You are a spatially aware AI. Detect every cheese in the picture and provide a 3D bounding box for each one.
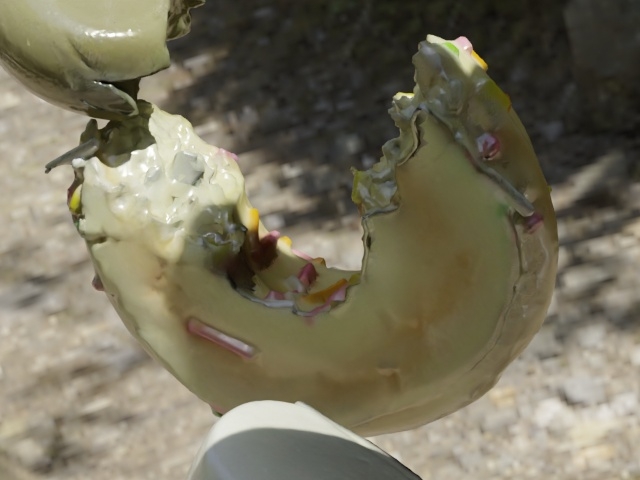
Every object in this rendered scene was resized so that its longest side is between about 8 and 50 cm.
[{"bbox_3d":[-0.172,-0.175,1.358,0.175,0.091,0.202,-1,50,-11],"label":"cheese"}]

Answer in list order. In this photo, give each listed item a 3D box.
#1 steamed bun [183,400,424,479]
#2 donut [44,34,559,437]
[{"bbox_3d":[-0.003,0.223,1.194,0.241,0.146,0.164,35,26,25],"label":"steamed bun"},{"bbox_3d":[0.010,0.005,1.368,0.371,0.307,0.150,-12,24,24],"label":"donut"}]
